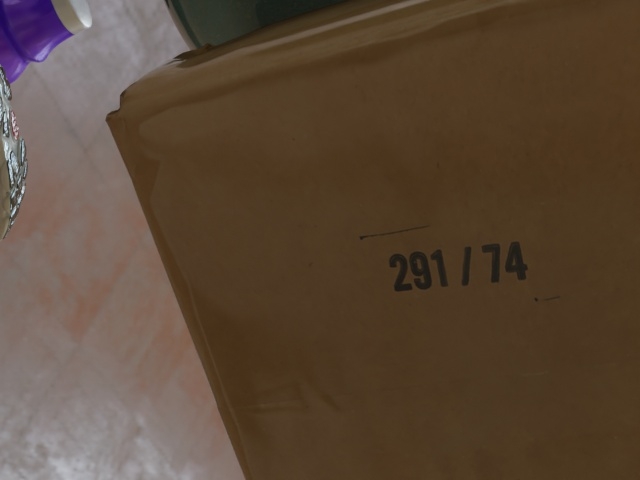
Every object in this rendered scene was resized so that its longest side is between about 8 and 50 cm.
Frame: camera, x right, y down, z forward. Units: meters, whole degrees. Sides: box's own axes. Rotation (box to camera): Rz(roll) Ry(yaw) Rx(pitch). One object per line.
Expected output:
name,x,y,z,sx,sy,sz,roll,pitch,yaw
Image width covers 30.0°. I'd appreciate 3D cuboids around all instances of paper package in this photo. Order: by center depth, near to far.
paper package,0.110,0.018,0.581,0.168,0.324,0.310,-49,123,-64

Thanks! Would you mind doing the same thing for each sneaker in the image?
sneaker,-0.289,-0.078,1.003,0.068,0.071,0.170,-86,175,-56

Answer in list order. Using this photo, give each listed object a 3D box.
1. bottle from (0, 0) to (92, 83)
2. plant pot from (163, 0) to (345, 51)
bottle,-0.404,-0.223,1.381,0.118,0.282,0.092,50,21,-59
plant pot,0.051,-0.153,0.785,0.293,0.293,0.196,-46,121,-49
